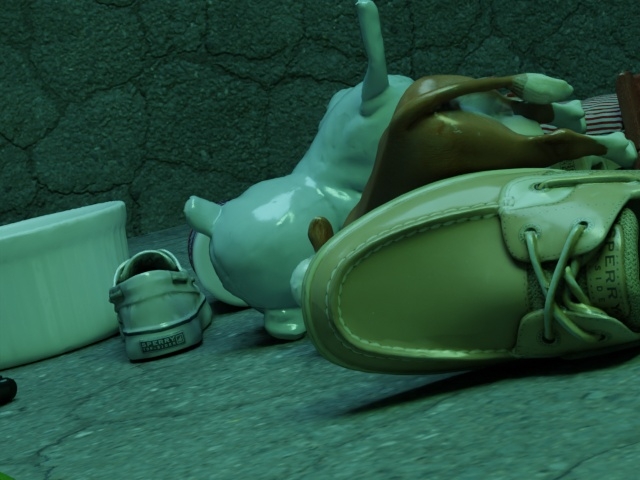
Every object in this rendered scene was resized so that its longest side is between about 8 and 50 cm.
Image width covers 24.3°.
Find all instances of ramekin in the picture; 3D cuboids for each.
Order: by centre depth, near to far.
[{"bbox_3d":[-0.330,0.054,1.600,0.277,0.135,0.277,-14,6,1],"label":"ramekin"}]

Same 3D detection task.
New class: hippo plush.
[{"bbox_3d":[0.032,-0.008,1.284,0.236,0.234,0.294,-45,-6,-8],"label":"hippo plush"}]

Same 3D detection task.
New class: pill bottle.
[{"bbox_3d":[-0.089,0.009,1.605,0.108,0.108,0.193,-14,5,-7],"label":"pill bottle"}]

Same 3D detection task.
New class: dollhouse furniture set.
[{"bbox_3d":[0.322,-0.106,1.543,0.201,0.152,0.374,-9,7,38],"label":"dollhouse furniture set"}]

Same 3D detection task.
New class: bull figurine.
[{"bbox_3d":[0.091,-0.016,1.073,0.188,0.101,0.310,-6,-26,-16],"label":"bull figurine"}]

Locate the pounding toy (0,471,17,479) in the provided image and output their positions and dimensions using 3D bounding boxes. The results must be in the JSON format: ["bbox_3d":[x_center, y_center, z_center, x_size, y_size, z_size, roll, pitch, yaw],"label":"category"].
[{"bbox_3d":[-0.233,0.129,0.702,0.183,0.110,0.237,-12,5,15],"label":"pounding toy"}]

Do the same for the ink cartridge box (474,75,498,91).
[{"bbox_3d":[0.140,-0.074,1.552,0.072,0.175,0.127,-6,9,36],"label":"ink cartridge box"}]

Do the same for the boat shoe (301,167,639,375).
[{"bbox_3d":[0.158,0.010,0.905,0.341,0.122,0.110,-12,6,-8],"label":"boat shoe"}]

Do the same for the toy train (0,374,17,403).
[{"bbox_3d":[-0.313,0.142,1.229,0.036,0.027,0.158,4,14,35],"label":"toy train"}]

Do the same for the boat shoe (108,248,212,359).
[{"bbox_3d":[-0.163,0.053,1.441,0.096,0.088,0.267,-14,6,0],"label":"boat shoe"}]
